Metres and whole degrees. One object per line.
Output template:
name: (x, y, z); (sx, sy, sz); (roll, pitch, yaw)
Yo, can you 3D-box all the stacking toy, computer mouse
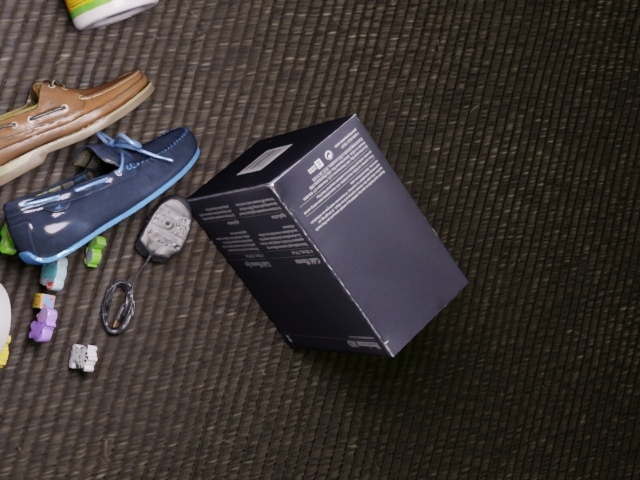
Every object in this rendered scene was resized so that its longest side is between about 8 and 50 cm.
stacking toy: (-0.400, 0.085, 1.680); (0.167, 0.052, 0.221); (14, 81, -45)
computer mouse: (-0.275, 0.037, 1.786); (0.071, 0.041, 0.242); (32, 81, -13)

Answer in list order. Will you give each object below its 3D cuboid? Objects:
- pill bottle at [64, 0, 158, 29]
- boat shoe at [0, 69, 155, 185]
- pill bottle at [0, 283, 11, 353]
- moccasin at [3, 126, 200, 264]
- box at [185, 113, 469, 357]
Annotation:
pill bottle: (-0.346, -0.452, 1.706); (0.136, 0.136, 0.246); (-23, 99, -26)
boat shoe: (-0.391, -0.190, 1.688); (0.307, 0.110, 0.104); (-35, 104, -24)
pill bottle: (-0.570, 0.093, 1.522); (0.283, 0.161, 0.161); (16, 80, -47)
moccasin: (-0.312, -0.094, 1.674); (0.342, 0.137, 0.117); (-42, 112, -41)
box: (0.000, 0.000, 1.751); (0.179, 0.343, 0.313); (-41, 106, -23)
